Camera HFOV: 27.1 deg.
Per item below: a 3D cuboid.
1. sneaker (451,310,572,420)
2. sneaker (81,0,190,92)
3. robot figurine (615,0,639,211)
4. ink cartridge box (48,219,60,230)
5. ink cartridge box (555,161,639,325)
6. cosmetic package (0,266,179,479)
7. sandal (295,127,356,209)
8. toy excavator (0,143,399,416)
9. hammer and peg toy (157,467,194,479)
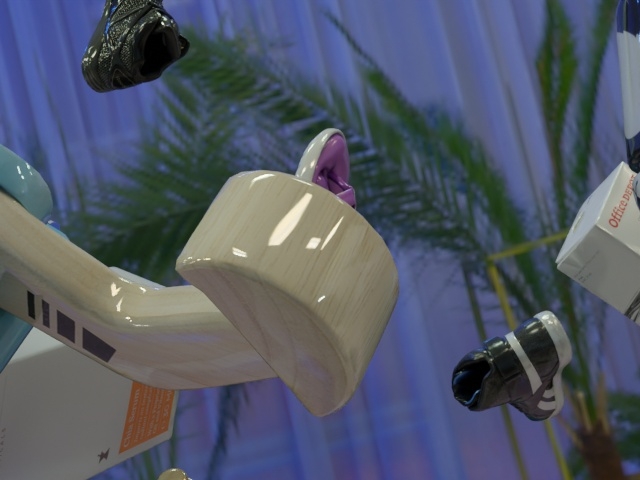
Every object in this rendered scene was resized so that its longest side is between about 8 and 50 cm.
[{"bbox_3d":[0.198,0.153,1.438,0.121,0.079,0.217,-23,-29,-8],"label":"sneaker"},{"bbox_3d":[-0.217,-0.296,1.711,0.130,0.227,0.087,0,-27,29],"label":"sneaker"},{"bbox_3d":[0.326,-0.124,1.072,0.209,0.278,0.173,10,-17,-41],"label":"robot figurine"},{"bbox_3d":[-0.331,-0.033,1.167,0.207,0.046,0.097,29,8,-16],"label":"ink cartridge box"},{"bbox_3d":[0.369,0.024,1.444,0.082,0.191,0.139,-54,1,42],"label":"ink cartridge box"},{"bbox_3d":[-0.363,0.196,1.750,0.161,0.230,0.453,19,18,24],"label":"cosmetic package"},{"bbox_3d":[0.002,0.010,1.911,0.102,0.416,0.169,7,-41,16],"label":"sandal"},{"bbox_3d":[-0.216,0.016,0.865,0.433,0.445,0.222,-50,10,50],"label":"toy excavator"},{"bbox_3d":[-0.176,0.373,1.474,0.361,0.127,0.266,19,51,32],"label":"hammer and peg toy"}]
